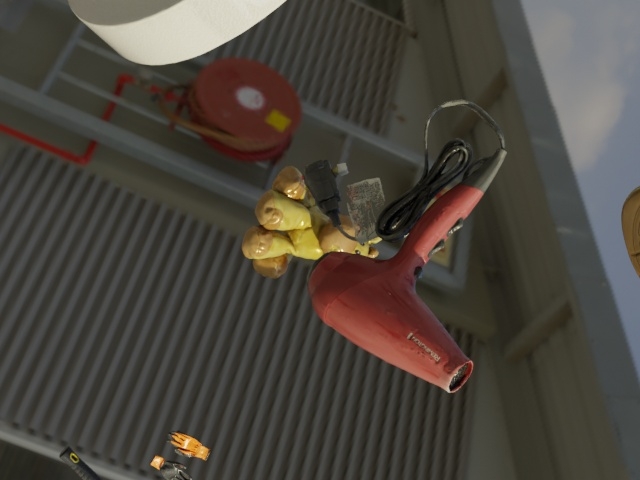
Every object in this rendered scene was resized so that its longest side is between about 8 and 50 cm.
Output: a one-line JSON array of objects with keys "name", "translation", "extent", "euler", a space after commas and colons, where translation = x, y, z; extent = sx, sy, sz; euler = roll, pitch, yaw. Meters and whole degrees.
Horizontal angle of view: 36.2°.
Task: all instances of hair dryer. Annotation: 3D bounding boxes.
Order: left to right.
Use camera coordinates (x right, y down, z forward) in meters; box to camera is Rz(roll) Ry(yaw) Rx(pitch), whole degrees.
[{"name": "hair dryer", "translation": [0.085, 0.009, 0.961], "extent": [0.223, 0.080, 0.294], "euler": [-21, -114, 25]}]

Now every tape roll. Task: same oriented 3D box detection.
[{"name": "tape roll", "translation": [-0.116, -0.365, 1.068], "extent": [0.392, 0.072, 0.392], "euler": [-22, -131, 27]}]

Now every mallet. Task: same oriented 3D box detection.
[{"name": "mallet", "translation": [-0.252, 0.330, 1.200], "extent": [0.039, 0.189, 0.062], "euler": [-34, -159, 38]}]

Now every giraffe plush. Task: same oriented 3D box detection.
[{"name": "giraffe plush", "translation": [0.000, 0.000, 1.578], "extent": [0.181, 0.170, 0.210], "euler": [-66, 157, 0]}]

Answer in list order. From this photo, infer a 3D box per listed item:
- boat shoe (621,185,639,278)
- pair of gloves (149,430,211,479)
[{"name": "boat shoe", "translation": [0.453, 0.039, 1.117], "extent": [0.109, 0.302, 0.098], "euler": [-30, -163, 46]}, {"name": "pair of gloves", "translation": [-0.218, 0.339, 1.523], "extent": [0.083, 0.074, 0.010], "euler": [-59, -178, 12]}]
